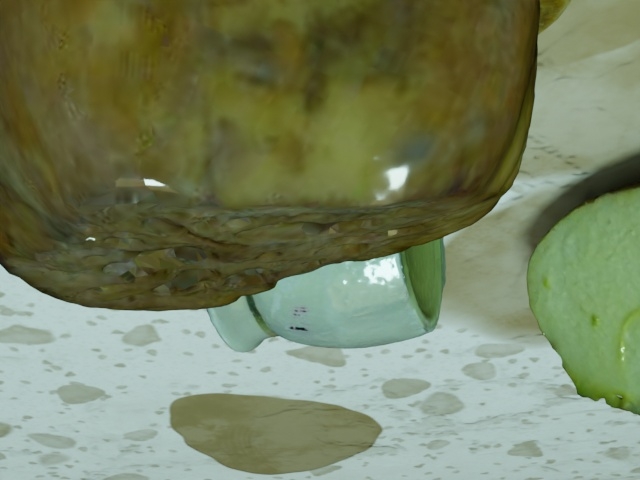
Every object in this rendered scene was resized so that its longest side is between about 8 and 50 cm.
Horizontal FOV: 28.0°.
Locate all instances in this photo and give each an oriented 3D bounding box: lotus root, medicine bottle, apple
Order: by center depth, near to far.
[{"bbox_3d":[-0.043,-0.085,0.607,0.316,0.250,0.316,-2,154,-1],"label":"lotus root"},{"bbox_3d":[0.000,0.000,0.850,0.143,0.147,0.147,-7,151,17],"label":"medicine bottle"},{"bbox_3d":[0.315,0.069,0.886,0.346,0.179,0.254,22,174,39],"label":"apple"}]

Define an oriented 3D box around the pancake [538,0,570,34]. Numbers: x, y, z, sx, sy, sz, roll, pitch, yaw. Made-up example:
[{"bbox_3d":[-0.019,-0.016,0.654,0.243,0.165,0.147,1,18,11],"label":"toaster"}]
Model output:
[{"bbox_3d":[0.067,-0.140,0.716,0.158,0.028,0.158,0,150,0],"label":"pancake"}]
